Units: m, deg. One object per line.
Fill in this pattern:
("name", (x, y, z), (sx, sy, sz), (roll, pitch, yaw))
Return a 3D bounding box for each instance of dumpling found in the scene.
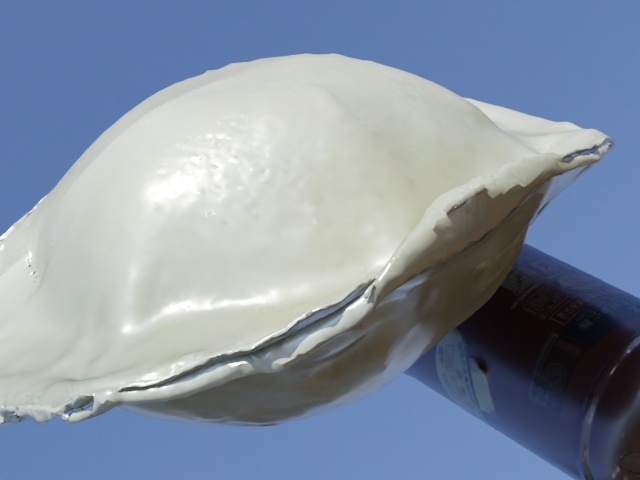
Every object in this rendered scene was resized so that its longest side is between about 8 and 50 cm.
("dumpling", (0.003, 0.000, 0.742), (0.341, 0.260, 0.181), (3, -89, -32))

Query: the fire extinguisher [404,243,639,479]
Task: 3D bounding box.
("fire extinguisher", (0.129, 0.071, 0.824), (0.138, 0.344, 0.102), (8, -77, -36))
